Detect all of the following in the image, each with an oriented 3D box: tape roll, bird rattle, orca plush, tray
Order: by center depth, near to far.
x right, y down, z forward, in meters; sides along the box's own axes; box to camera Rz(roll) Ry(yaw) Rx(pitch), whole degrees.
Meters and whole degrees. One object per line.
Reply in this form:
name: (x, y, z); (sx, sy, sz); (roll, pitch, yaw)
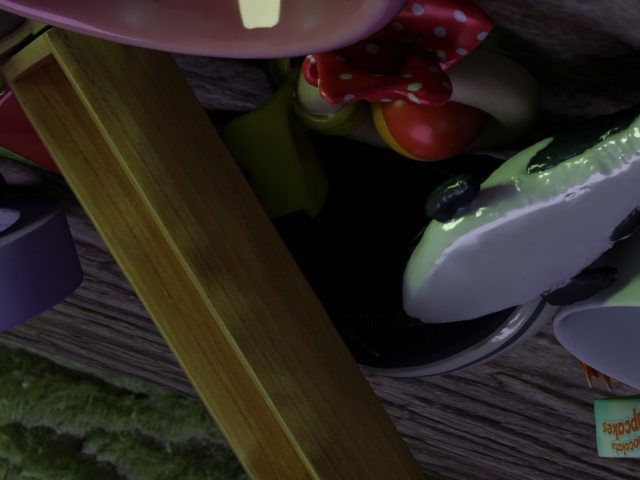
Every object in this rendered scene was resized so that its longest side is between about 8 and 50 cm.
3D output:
orca plush: (0.151, -0.053, 1.160); (0.151, 0.102, 0.287); (16, 139, -16)
bird rattle: (0.052, -0.109, 1.170); (0.207, 0.143, 0.253); (10, 158, -30)
tray: (-0.077, 0.026, 1.248); (0.411, 0.076, 0.203); (60, 163, -8)
tape roll: (-0.402, 0.037, 1.900); (0.274, 0.090, 0.275); (-14, -164, 4)

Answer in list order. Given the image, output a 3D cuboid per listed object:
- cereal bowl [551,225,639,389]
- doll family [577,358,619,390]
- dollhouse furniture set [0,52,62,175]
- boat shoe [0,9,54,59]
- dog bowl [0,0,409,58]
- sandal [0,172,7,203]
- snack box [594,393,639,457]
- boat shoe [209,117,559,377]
cereal bowl: (0.350, 0.041, 1.288); (0.339, 0.141, 0.339); (15, 167, 3)
doll family: (0.311, 0.081, 1.536); (0.163, 0.118, 0.263); (24, 163, -40)
dollhouse furniture set: (-0.357, -0.098, 1.325); (0.201, 0.152, 0.374); (-39, 134, 26)
boat shoe: (-0.209, -0.177, 1.228); (0.073, 0.073, 0.207); (58, 152, -8)
dog bowl: (-0.106, -0.214, 0.770); (0.408, 0.150, 0.408); (14, 166, 4)
sandal: (-0.529, -0.064, 1.915); (0.445, 0.167, 0.107); (-3, 133, 35)
snack box: (0.435, 0.156, 1.587); (0.322, 0.060, 0.187); (-3, 175, -23)
boat shoe: (-0.007, -0.008, 1.408); (0.156, 0.187, 0.500); (26, 170, -41)
